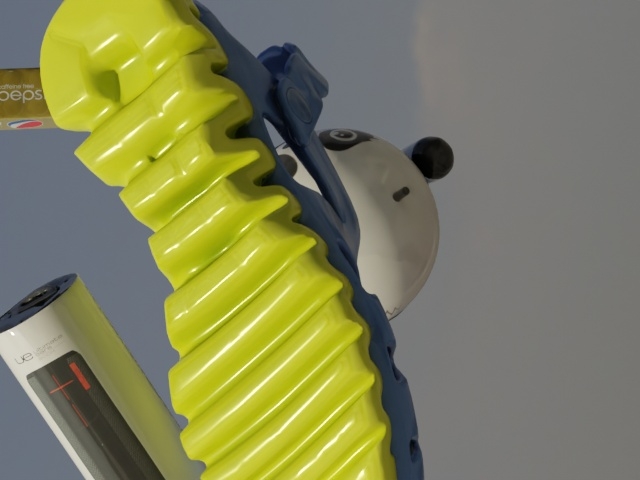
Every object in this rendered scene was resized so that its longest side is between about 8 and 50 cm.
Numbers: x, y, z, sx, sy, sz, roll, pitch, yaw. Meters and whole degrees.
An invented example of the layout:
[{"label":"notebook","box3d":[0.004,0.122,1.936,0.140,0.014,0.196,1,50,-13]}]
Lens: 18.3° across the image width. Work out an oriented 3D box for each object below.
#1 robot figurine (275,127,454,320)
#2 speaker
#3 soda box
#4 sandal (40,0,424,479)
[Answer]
[{"label":"robot figurine","box3d":[0.000,-0.003,1.658,0.278,0.173,0.209,149,137,-79]},{"label":"speaker","box3d":[-0.107,0.084,0.985,0.136,0.055,0.055,58,-149,-14]},{"label":"soda box","box3d":[-0.365,-0.160,2.259,0.058,0.181,0.061,120,146,-78]},{"label":"sandal","box3d":[-0.019,0.007,0.992,0.138,0.126,0.317,-2,-112,-55]}]
